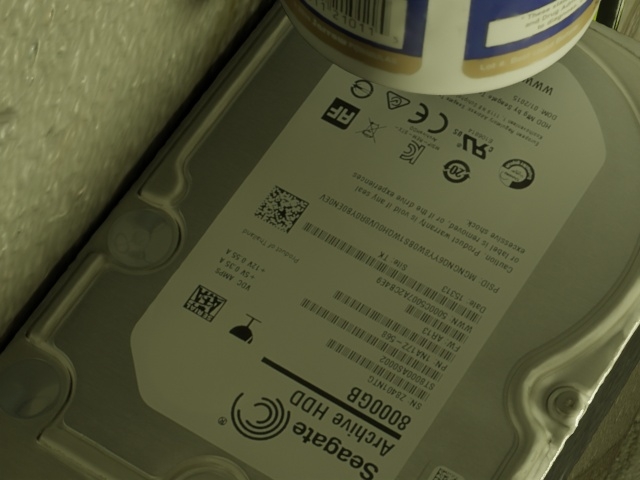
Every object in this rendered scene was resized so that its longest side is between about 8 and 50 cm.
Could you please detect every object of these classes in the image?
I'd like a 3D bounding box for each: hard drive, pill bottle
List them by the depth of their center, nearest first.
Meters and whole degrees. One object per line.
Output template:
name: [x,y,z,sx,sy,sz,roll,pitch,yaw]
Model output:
pill bottle: [0.056,-0.196,0.747,0.153,0.153,0.265,-51,160,-31]
hard drive: [0.022,0.024,0.842,0.339,0.237,0.064,-54,160,-22]

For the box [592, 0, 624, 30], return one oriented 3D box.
box: [0.187,-0.204,1.196,0.184,0.045,0.191,98,9,-54]
